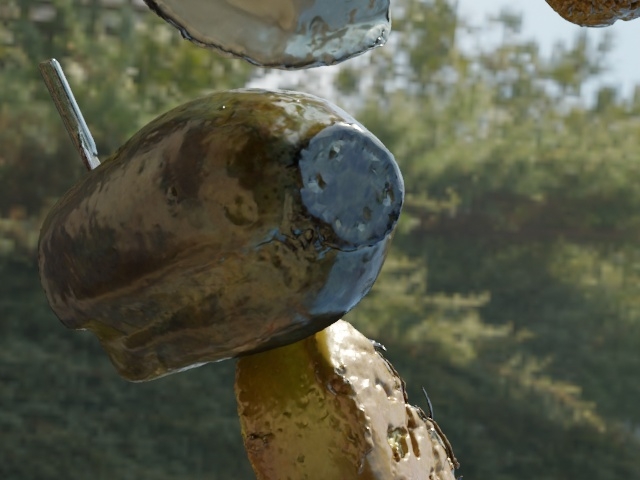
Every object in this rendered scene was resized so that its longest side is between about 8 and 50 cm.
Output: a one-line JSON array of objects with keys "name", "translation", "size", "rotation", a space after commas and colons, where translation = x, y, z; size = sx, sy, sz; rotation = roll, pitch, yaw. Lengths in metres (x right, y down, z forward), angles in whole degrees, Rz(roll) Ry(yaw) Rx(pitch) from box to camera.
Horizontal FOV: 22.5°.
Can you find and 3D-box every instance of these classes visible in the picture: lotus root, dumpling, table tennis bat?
[{"name": "lotus root", "translation": [-0.080, -0.013, 1.444], "size": [0.346, 0.250, 0.251], "rotation": [-20, -117, 47]}, {"name": "dumpling", "translation": [-0.060, -0.217, 1.200], "size": [0.247, 0.172, 0.142], "rotation": [51, -22, 9]}, {"name": "table tennis bat", "translation": [-0.234, -0.068, 1.704], "size": [0.154, 0.021, 0.274], "rotation": [76, -11, -82]}]

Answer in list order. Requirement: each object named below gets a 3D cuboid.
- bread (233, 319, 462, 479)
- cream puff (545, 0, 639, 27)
[{"name": "bread", "translation": [0.023, 0.209, 1.518], "size": [0.261, 0.160, 0.147], "rotation": [60, 25, -20]}, {"name": "cream puff", "translation": [0.293, -0.284, 1.639], "size": [0.103, 0.143, 0.126], "rotation": [171, -96, -74]}]
